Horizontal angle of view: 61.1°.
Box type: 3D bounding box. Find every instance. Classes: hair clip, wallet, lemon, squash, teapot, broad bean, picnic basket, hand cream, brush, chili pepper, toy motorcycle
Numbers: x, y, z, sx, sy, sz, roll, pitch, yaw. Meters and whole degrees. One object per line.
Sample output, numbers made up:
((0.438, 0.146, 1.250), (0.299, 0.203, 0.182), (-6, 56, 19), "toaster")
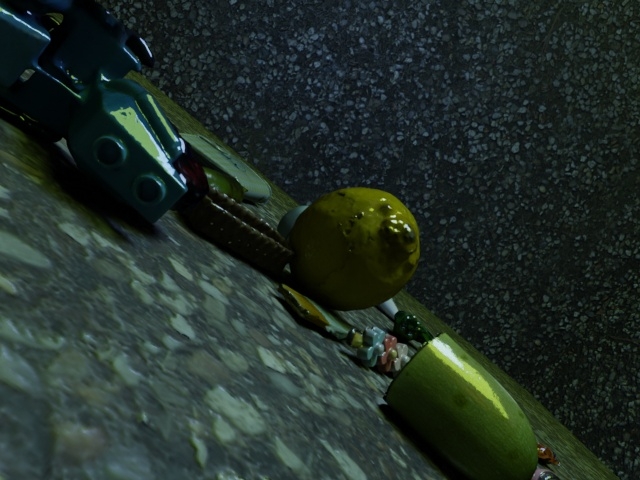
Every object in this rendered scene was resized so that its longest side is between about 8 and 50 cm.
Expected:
((0.098, 0.170, 0.813), (0.056, 0.062, 0.214), (9, -16, 25), "hair clip")
((-0.245, -0.180, 1.369), (0.223, 0.077, 0.309), (44, 6, 7), "wallet")
((0.053, 0.015, 0.884), (0.204, 0.204, 0.260), (38, -31, -25), "lemon")
((0.173, 0.214, 0.642), (0.186, 0.123, 0.123), (46, 6, 22), "squash")
((0.000, 0.000, 1.181), (0.193, 0.129, 0.294), (41, 4, 19), "teapot")
((-0.187, -0.094, 0.997), (0.077, 0.061, 0.339), (29, 3, 6), "broad bean")
((-0.124, -0.018, 0.806), (0.193, 0.055, 0.110), (36, 7, -42), "picnic basket")
((0.150, 0.137, 1.492), (0.248, 0.083, 0.133), (49, 5, -13), "hand cream")
((0.045, 0.143, 0.853), (0.085, 0.020, 0.336), (42, 4, 39), "brush")
((0.215, 0.215, 1.248), (0.122, 0.065, 0.279), (38, -1, 30), "chili pepper")
((-0.280, -0.171, 0.513), (0.416, 0.172, 0.232), (48, 9, -11), "toy motorcycle")

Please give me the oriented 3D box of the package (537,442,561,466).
((0.492, 0.471, 1.206), (0.111, 0.033, 0.077), (32, 18, -30), "package")

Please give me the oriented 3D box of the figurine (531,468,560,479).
((0.321, 0.368, 0.737), (0.072, 0.054, 0.129), (21, 20, -25), "figurine")
